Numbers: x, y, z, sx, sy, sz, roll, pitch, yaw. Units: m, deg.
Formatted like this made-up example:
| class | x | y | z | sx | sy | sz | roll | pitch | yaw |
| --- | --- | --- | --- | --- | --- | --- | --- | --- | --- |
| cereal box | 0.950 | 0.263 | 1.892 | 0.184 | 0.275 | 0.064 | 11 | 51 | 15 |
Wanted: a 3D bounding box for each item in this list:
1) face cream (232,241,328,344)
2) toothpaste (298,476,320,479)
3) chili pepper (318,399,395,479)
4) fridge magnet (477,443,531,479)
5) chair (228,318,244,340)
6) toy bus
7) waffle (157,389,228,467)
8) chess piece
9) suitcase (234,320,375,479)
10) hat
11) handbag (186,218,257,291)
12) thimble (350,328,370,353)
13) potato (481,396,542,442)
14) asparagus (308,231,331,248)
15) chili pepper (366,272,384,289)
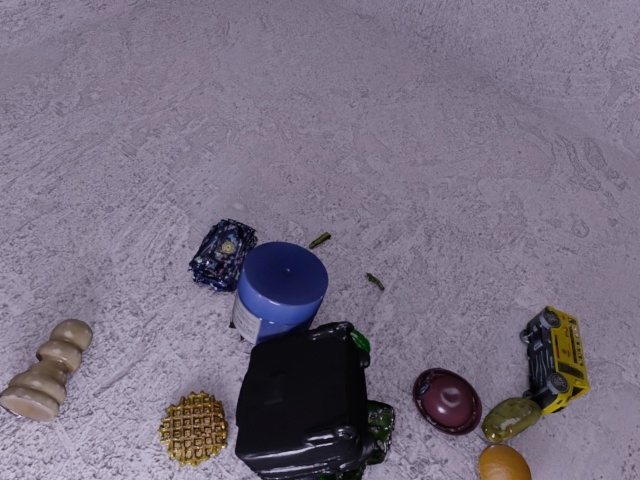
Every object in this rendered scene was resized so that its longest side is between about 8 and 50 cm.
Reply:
| class | x | y | z | sx | sy | sz | roll | pitch | yaw |
| --- | --- | --- | --- | --- | --- | --- | --- | --- | --- |
| face cream | -0.123 | 0.163 | 1.370 | 0.249 | 0.225 | 0.248 | 12 | 43 | -11 |
| toothpaste | -0.023 | 0.599 | 1.182 | 0.071 | 0.045 | 0.193 | -13 | 49 | -31 |
| chili pepper | 0.090 | 0.531 | 1.223 | 0.148 | 0.116 | 0.265 | 28 | 51 | 32 |
| fridge magnet | 0.491 | 0.619 | 1.251 | 0.143 | 0.063 | 0.142 | 5 | 50 | -6 |
| chair | -0.252 | 0.258 | 1.405 | 0.042 | 0.037 | 0.086 | 6 | 46 | -22 |
| toy bus | 0.720 | 0.376 | 1.438 | 0.152 | 0.144 | 0.330 | 19 | 49 | -1 |
| waffle | -0.326 | 0.484 | 1.212 | 0.191 | 0.038 | 0.191 | 5 | 52 | -7 |
| chess piece | -0.694 | 0.320 | 1.216 | 0.143 | 0.142 | 0.260 | 12 | 47 | -2 |
| suitcase | -0.045 | 0.399 | 1.176 | 0.340 | 0.188 | 0.345 | -16 | 40 | 15 |
| hat | 0.369 | 0.453 | 1.342 | 0.206 | 0.089 | 0.205 | 5 | 51 | -6 |
| handbag | -0.312 | 0.041 | 1.518 | 0.162 | 0.113 | 0.260 | 17 | 58 | 11 |
| thimble | 0.075 | 0.312 | 1.380 | 0.130 | 0.118 | 0.090 | 15 | 49 | 36 |
| potato | 0.538 | 0.510 | 1.332 | 0.188 | 0.105 | 0.085 | -23 | 102 | -24 |
| asparagus | -0.001 | 0.000 | 1.668 | 0.108 | 0.021 | 0.025 | -33 | 66 | -31 |
| chili pepper | 0.188 | 0.138 | 1.598 | 0.027 | 0.022 | 0.083 | -34 | 69 | -33 |
